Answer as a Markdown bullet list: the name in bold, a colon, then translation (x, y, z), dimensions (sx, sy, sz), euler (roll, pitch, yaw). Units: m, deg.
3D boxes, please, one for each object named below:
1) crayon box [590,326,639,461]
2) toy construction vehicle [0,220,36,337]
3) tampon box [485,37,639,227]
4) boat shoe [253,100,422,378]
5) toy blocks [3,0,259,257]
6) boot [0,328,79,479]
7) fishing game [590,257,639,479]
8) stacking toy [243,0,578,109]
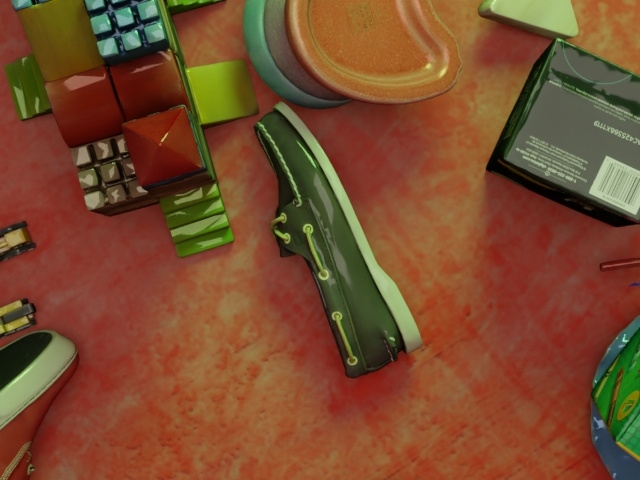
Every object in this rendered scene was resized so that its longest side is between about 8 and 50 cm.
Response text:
- **crayon box**: translation (0.344, 0.185, 1.496), dimensions (0.278, 0.165, 0.081), euler (36, 97, -4)
- **toy construction vehicle**: translation (-0.272, 0.038, 1.591), dimensions (0.098, 0.035, 0.086), euler (-20, 89, -1)
- **tampon box**: translation (0.207, -0.079, 1.534), dimensions (0.120, 0.161, 0.101), euler (25, 89, 1)
- **boat shoe**: translation (0.000, 0.000, 1.571), dimensions (0.069, 0.081, 0.227), euler (-29, 92, -5)
- **toy blocks**: translation (-0.166, -0.172, 1.484), dimensions (0.191, 0.261, 0.381), euler (-16, 89, -1)
- **boot**: translation (-0.248, 0.205, 1.575), dimensions (0.244, 0.088, 0.176), euler (-49, 114, -17)
- **fishing game**: translation (0.309, 0.132, 1.593), dimensions (0.189, 0.041, 0.264), euler (-9, 97, 0)
- **stacking toy**: translation (0.051, -0.261, 1.591), dimensions (0.279, 0.130, 0.309), euler (-9, 92, -27)
